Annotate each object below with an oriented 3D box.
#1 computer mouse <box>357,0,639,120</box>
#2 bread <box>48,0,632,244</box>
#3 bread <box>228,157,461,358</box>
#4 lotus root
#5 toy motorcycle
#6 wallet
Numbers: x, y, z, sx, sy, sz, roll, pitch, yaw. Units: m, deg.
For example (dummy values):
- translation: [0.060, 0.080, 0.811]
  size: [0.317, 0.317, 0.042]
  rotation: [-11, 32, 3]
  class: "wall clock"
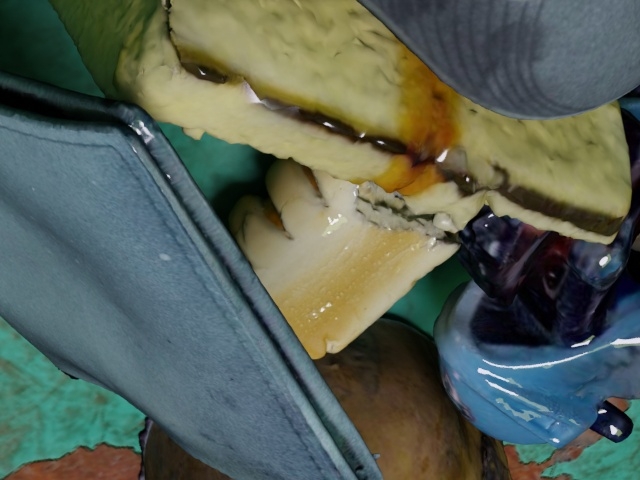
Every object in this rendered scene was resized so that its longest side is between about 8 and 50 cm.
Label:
- translation: [0.015, -0.172, 0.488]
  size: [0.379, 0.167, 0.090]
  rotation: [21, 150, -28]
  class: "computer mouse"
- translation: [0.031, -0.130, 0.585]
  size: [0.263, 0.236, 0.198]
  rotation: [15, 121, -32]
  class: "bread"
- translation: [0.000, 0.000, 0.782]
  size: [0.177, 0.084, 0.119]
  rotation: [-43, 133, 15]
  class: "bread"
- translation: [0.019, 0.188, 0.894]
  size: [0.272, 0.192, 0.272]
  rotation: [-15, 129, -20]
  class: "lotus root"
- translation: [0.220, 0.017, 0.845]
  size: [0.416, 0.172, 0.232]
  rotation: [-4, 133, -41]
  class: "toy motorcycle"
- translation: [-0.121, 0.006, 0.620]
  size: [0.054, 0.290, 0.251]
  rotation: [-50, 133, -19]
  class: "wallet"
